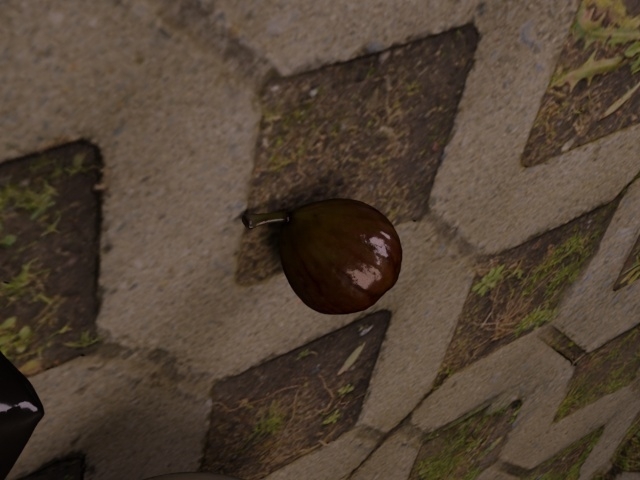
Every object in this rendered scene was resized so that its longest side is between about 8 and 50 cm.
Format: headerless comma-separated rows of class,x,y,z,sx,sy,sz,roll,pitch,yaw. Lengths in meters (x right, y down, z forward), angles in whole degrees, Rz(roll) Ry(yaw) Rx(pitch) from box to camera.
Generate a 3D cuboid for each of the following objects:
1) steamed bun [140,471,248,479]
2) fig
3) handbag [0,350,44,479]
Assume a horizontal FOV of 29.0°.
steamed bun,-0.105,0.348,0.980,0.334,0.334,0.374,-43,158,-2
fig,0.000,0.000,0.899,0.089,0.089,0.125,-48,132,7
handbag,-0.312,0.165,0.655,0.285,0.113,0.257,-19,150,-52
